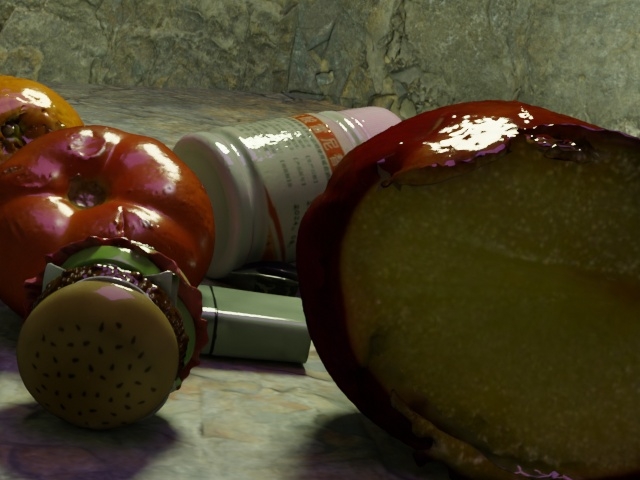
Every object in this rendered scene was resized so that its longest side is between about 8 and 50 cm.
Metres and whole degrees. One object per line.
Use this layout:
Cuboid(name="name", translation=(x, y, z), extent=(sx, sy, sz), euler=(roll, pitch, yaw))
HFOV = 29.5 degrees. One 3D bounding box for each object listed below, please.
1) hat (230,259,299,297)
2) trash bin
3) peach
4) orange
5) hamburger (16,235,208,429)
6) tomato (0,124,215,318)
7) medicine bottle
Cuboid(name="hat", translation=(-0.059, 0.059, 1.539), extent=(0.121, 0.050, 0.121), euler=(12, 8, -2))
Cuboid(name="trash bin", translation=(-0.083, 0.092, 1.351), extent=(0.130, 0.059, 0.116), euler=(8, 14, -11))
Cuboid(name="peach", translation=(0.196, 0.045, 1.111), extent=(0.416, 0.339, 0.353), euler=(25, 20, 39))
Cuboid(name="orange", translation=(-0.392, -0.076, 1.478), extent=(0.246, 0.246, 0.246), euler=(9, 12, -2))
Cuboid(name="hamburger", translation=(-0.187, 0.089, 1.073), extent=(0.175, 0.175, 0.137), euler=(9, 25, -1))
Cuboid(name="tomato", translation=(-0.241, -0.001, 1.315), extent=(0.259, 0.180, 0.260), euler=(-1, 49, 1))
Cuboid(name="medicine bottle", translation=(-0.034, -0.073, 1.691), extent=(0.315, 0.202, 0.202), euler=(-14, 23, -34))
